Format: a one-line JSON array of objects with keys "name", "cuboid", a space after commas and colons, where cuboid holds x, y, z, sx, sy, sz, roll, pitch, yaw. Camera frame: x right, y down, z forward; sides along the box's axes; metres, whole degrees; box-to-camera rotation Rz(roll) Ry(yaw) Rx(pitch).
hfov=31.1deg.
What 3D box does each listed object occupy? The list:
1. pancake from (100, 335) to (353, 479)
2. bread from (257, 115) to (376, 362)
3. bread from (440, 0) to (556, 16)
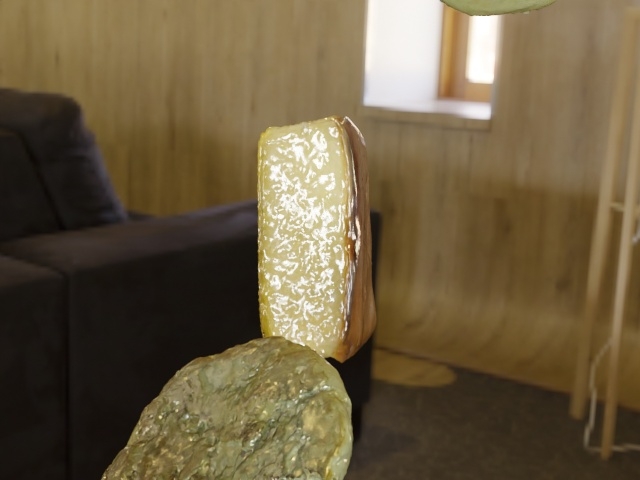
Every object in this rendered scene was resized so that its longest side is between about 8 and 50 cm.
[{"name": "pancake", "cuboid": [-0.081, 0.176, 0.881, 0.254, 0.037, 0.253, -27, 34, 20]}, {"name": "bread", "cuboid": [0.000, 0.000, 1.606, 0.143, 0.323, 0.333, -2, 1, 5]}, {"name": "bread", "cuboid": [0.156, -0.247, 0.662, 0.207, 0.286, 0.056, 9, -18, 11]}]
